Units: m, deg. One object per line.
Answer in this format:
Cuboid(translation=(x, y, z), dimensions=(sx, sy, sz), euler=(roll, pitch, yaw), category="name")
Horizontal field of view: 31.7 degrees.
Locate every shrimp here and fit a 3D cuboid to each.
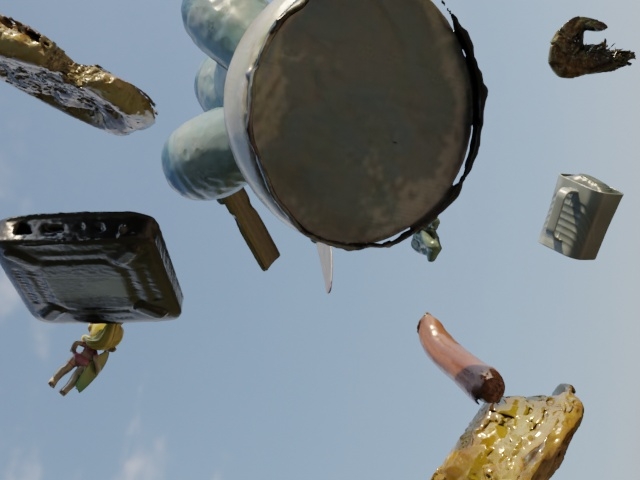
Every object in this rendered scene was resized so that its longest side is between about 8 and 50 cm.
Cuboid(translation=(0.406, -0.286, 1.665), dimensions=(0.161, 0.034, 0.091), euler=(-7, -71, -24), category="shrimp")

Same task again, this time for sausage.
Cuboid(translation=(0.152, 0.133, 1.250), dimensions=(0.047, 0.040, 0.177), euler=(62, 172, -25), category="sausage")

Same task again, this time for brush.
Cuboid(translation=(-0.157, -0.061, 2.115), dimensions=(0.054, 0.048, 0.282), euler=(-49, -54, -30), category="brush")

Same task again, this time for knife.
Cuboid(translation=(0.001, -0.002, 1.763), dimensions=(0.244, 0.032, 0.058), euler=(-107, 35, -59), category="knife")

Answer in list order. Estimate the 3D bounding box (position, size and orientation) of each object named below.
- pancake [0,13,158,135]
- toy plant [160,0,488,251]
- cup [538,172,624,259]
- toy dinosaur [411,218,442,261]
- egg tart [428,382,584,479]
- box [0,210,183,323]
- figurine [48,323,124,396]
Cuboid(translation=(-0.432, -0.264, 1.787), dimensions=(0.071, 0.382, 0.382), euler=(-68, -25, -6), category="pancake")
Cuboid(translation=(-0.032, -0.131, 1.037), dimensions=(0.247, 0.332, 0.247), euler=(-6, -78, -28), category="toy plant")
Cuboid(translation=(0.418, -0.042, 1.849), dimensions=(0.128, 0.095, 0.129), euler=(0, -68, -48), category="cup")
Cuboid(translation=(0.053, -0.146, 1.169), dimensions=(0.076, 0.383, 0.129), euler=(4, -47, -35), category="toy dinosaur")
Cuboid(translation=(0.241, 0.328, 1.609), dimensions=(0.341, 0.129, 0.341), euler=(-53, -10, -14), category="egg tart")
Cuboid(translation=(-0.403, 0.057, 1.976), dimensions=(0.289, 0.290, 0.073), euler=(82, -171, -53), category="box")
Cuboid(translation=(-0.430, 0.210, 2.108), dimensions=(0.187, 0.083, 0.083), euler=(-47, -37, -23), category="figurine")
